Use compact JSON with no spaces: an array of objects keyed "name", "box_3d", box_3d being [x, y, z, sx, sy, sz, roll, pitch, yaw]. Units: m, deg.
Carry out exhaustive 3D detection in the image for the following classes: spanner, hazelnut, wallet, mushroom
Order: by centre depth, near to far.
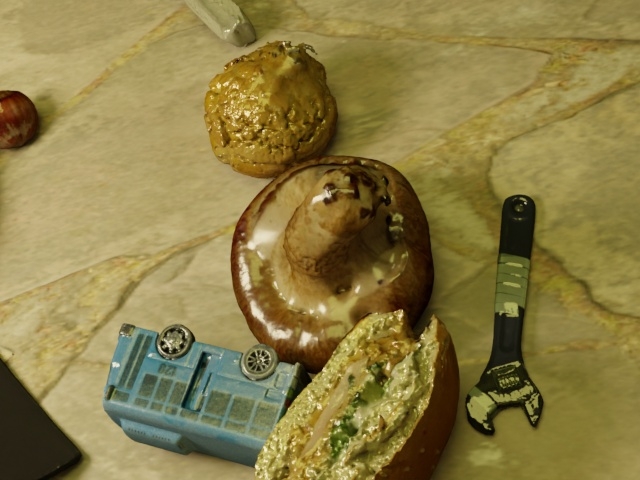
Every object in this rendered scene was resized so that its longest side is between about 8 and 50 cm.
[{"name":"spanner","box_3d":[0.228,0.081,1.637,0.087,0.024,0.316,2,60,15]},{"name":"mushroom","box_3d":[0.004,0.004,1.649,0.267,0.254,0.267,-19,31,12]},{"name":"wallet","box_3d":[-0.408,0.219,1.712,0.124,0.025,0.244,-29,52,-30]},{"name":"hazelnut","box_3d":[-0.436,-0.168,1.937,0.086,0.086,0.086,-7,59,12]}]

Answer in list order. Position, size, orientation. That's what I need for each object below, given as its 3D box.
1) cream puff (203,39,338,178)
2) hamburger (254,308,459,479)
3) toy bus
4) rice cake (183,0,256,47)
[{"name":"cream puff","box_3d":[-0.064,-0.176,1.805,0.189,0.129,0.189,-6,62,11]},{"name":"hamburger","box_3d":[0.063,0.216,1.525,0.144,0.156,0.283,23,69,44]},{"name":"toy bus","box_3d":[-0.133,0.184,1.620,0.234,0.116,0.134,11,67,19]},{"name":"rice cake","box_3d":[-0.178,-0.360,1.987,0.052,0.057,0.256,-47,58,7]}]
